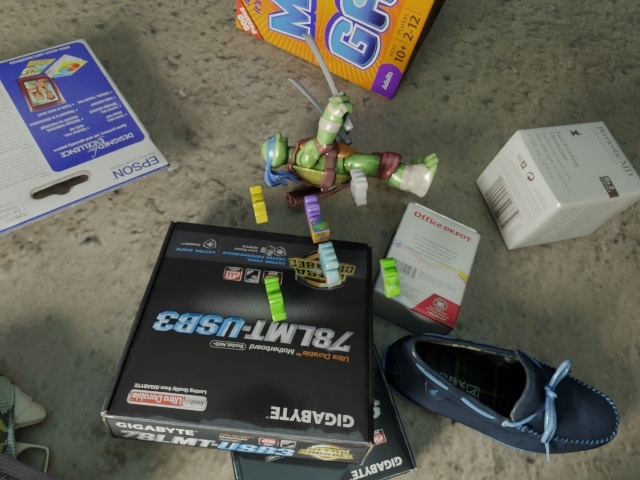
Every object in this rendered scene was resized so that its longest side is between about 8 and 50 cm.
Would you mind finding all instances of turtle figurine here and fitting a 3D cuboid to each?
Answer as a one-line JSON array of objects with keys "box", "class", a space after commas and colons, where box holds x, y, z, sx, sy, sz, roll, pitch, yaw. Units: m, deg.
[{"box": [0.054, -0.181, 0.811, 0.266, 0.198, 0.275, 17, 64, -8], "class": "turtle figurine"}]

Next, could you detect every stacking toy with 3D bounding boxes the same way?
[{"box": [0.000, 0.000, 0.680, 0.166, 0.052, 0.221, -11, 55, -6], "class": "stacking toy"}]

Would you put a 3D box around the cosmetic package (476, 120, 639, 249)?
[{"box": [0.404, -0.094, 0.861, 0.183, 0.151, 0.152, -10, 65, -17], "class": "cosmetic package"}]

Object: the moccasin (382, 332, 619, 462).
[{"box": [0.254, 0.213, 0.679, 0.341, 0.117, 0.138, 12, 60, -5], "class": "moccasin"}]

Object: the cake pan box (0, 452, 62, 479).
[{"box": [-0.397, 0.314, 0.469, 0.266, 0.070, 0.246, 23, 83, 1], "class": "cake pan box"}]

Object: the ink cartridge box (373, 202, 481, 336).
[{"box": [0.159, 0.047, 0.777, 0.127, 0.072, 0.175, 26, 59, 3], "class": "ink cartridge box"}]

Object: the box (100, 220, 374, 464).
[{"box": [-0.081, 0.114, 0.643, 0.295, 0.073, 0.294, 8, 46, -2], "class": "box"}]

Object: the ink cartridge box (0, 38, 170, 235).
[{"box": [-0.438, -0.150, 0.766, 0.303, 0.072, 0.307, -28, 73, -25], "class": "ink cartridge box"}]

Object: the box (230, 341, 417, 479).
[{"box": [-0.010, 0.238, 0.647, 0.220, 0.051, 0.175, -9, 62, -17], "class": "box"}]

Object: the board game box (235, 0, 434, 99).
[{"box": [0.087, -0.570, 0.940, 0.356, 0.357, 0.356, 26, 59, 3], "class": "board game box"}]

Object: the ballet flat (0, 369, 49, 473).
[{"box": [-0.355, 0.236, 0.570, 0.079, 0.077, 0.222, -1, 66, -38], "class": "ballet flat"}]
